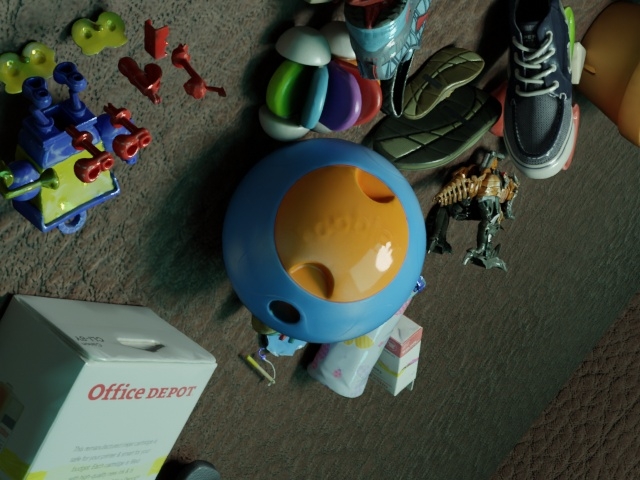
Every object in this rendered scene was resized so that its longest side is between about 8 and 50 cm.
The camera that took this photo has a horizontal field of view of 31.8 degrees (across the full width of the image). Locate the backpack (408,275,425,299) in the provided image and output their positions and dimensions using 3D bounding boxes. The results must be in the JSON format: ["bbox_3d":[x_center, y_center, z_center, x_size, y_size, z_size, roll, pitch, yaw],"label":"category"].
[{"bbox_3d":[0.064,0.081,1.852,0.173,0.117,0.158,-39,-167,-29],"label":"backpack"}]

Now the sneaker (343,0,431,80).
[{"bbox_3d":[0.096,-0.309,1.529,0.262,0.104,0.125,-57,151,-45],"label":"sneaker"}]

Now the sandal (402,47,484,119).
[{"bbox_3d":[0.191,-0.254,1.837,0.180,0.072,0.049,-42,165,-20],"label":"sandal"}]

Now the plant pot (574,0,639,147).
[{"bbox_3d":[0.652,-0.355,2.292,0.291,0.203,0.291,-37,146,-30],"label":"plant pot"}]

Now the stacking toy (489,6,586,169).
[{"bbox_3d":[0.407,-0.287,2.145,0.309,0.130,0.280,32,66,-65],"label":"stacking toy"}]

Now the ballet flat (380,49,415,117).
[{"bbox_3d":[0.131,-0.273,1.736,0.057,0.049,0.173,-22,137,-47],"label":"ballet flat"}]

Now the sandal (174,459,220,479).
[{"bbox_3d":[-0.222,0.437,1.964,0.097,0.054,0.254,-38,158,-16],"label":"sandal"}]

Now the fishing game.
[{"bbox_3d":[-0.024,0.125,1.934,0.264,0.041,0.189,-50,151,-15],"label":"fishing game"}]

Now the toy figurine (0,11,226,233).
[{"bbox_3d":[-0.282,-0.061,1.195,0.362,0.191,0.217,-34,150,-32],"label":"toy figurine"}]

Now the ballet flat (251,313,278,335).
[{"bbox_3d":[0.000,0.000,1.782,0.348,0.123,0.123,-43,150,-21],"label":"ballet flat"}]

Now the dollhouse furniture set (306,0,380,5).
[{"bbox_3d":[0.105,-0.447,1.350,0.152,0.201,0.374,-17,134,-50],"label":"dollhouse furniture set"}]

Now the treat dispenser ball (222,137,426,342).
[{"bbox_3d":[0.004,0.000,1.581,0.288,0.288,0.288,-38,147,-30],"label":"treat dispenser ball"}]

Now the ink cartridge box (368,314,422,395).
[{"bbox_3d":[0.127,0.221,2.190,0.067,0.115,0.198,-37,146,-32],"label":"ink cartridge box"}]

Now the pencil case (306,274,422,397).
[{"bbox_3d":[0.082,0.153,2.053,0.273,0.113,0.124,-63,169,15],"label":"pencil case"}]

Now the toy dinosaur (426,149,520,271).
[{"bbox_3d":[0.283,-0.070,2.138,0.321,0.164,0.219,8,100,-40],"label":"toy dinosaur"}]

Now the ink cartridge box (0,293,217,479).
[{"bbox_3d":[-0.343,0.275,1.473,0.385,0.160,0.279,-60,152,10],"label":"ink cartridge box"}]

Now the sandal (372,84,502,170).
[{"bbox_3d":[0.203,-0.175,1.893,0.302,0.120,0.086,-27,155,-42],"label":"sandal"}]

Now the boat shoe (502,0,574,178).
[{"bbox_3d":[0.358,-0.284,1.897,0.158,0.127,0.341,53,36,-56],"label":"boat shoe"}]

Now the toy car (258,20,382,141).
[{"bbox_3d":[0.011,-0.204,1.533,0.182,0.136,0.159,-19,136,-48],"label":"toy car"}]
